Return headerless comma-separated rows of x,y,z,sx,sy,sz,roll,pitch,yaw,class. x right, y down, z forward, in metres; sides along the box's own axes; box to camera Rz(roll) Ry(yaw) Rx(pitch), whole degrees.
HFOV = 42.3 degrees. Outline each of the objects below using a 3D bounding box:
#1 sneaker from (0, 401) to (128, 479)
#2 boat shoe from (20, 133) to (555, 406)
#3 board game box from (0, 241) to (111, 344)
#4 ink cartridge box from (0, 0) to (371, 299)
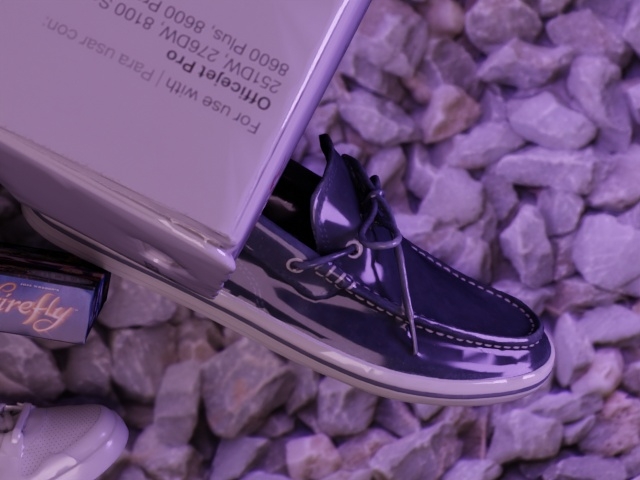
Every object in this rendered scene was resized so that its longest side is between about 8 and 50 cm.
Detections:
-0.343,0.174,0.771,0.293,0.108,0.169,-16,115,0,sneaker
0.000,0.000,0.714,0.500,0.187,0.156,25,112,-11,boat shoe
-0.255,0.030,0.655,0.165,0.243,0.042,10,91,-12,board game box
-0.043,-0.181,0.496,0.166,0.285,0.395,26,79,-4,ink cartridge box
